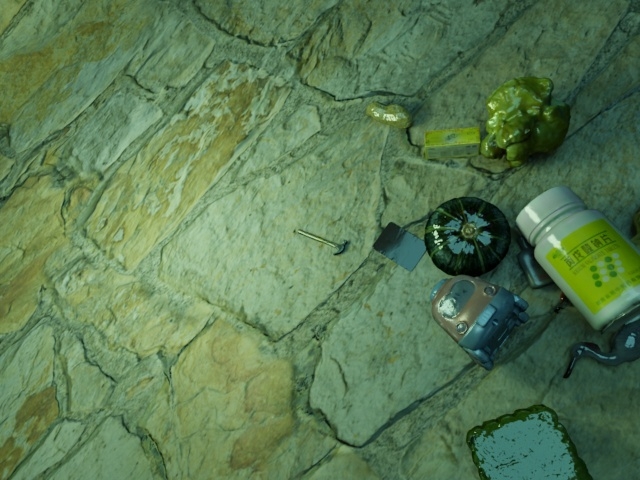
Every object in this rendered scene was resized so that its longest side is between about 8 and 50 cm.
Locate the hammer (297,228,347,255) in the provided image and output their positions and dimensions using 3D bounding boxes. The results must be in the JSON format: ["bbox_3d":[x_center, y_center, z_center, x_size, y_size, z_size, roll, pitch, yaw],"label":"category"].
[{"bbox_3d":[0.000,0.000,1.656,0.182,0.017,0.062,20,79,21],"label":"hammer"}]

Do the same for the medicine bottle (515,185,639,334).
[{"bbox_3d":[0.723,0.045,1.311,0.214,0.213,0.378,-31,57,4],"label":"medicine bottle"}]

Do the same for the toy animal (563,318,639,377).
[{"bbox_3d":[0.831,0.286,1.301,0.324,0.090,0.195,2,73,13],"label":"toy animal"}]

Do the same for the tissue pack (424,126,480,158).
[{"bbox_3d":[0.435,-0.322,1.598,0.176,0.095,0.062,-1,74,15],"label":"tissue pack"}]

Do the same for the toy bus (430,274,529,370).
[{"bbox_3d":[0.419,0.206,1.337,0.232,0.294,0.197,36,88,32],"label":"toy bus"}]

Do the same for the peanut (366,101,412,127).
[{"bbox_3d":[0.244,-0.447,1.699,0.175,0.080,0.080,22,79,19],"label":"peanut"}]

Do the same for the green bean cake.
[{"bbox_3d":[0.533,0.576,1.253,0.250,0.156,0.246,-24,67,6],"label":"green bean cake"}]

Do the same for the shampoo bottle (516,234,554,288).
[{"bbox_3d":[0.640,0.061,1.451,0.080,0.040,0.165,-19,70,4],"label":"shampoo bottle"}]

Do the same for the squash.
[{"bbox_3d":[0.441,-0.011,1.462,0.252,0.165,0.252,-3,74,11],"label":"squash"}]

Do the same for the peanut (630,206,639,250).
[{"bbox_3d":[0.940,-0.012,1.351,0.147,0.147,0.305,25,85,21],"label":"peanut"}]

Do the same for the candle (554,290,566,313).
[{"bbox_3d":[0.722,0.136,1.416,0.026,0.021,0.167,18,78,20],"label":"candle"}]

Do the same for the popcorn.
[{"bbox_3d":[0.626,-0.357,1.492,0.277,0.225,0.276,-1,83,9],"label":"popcorn"}]

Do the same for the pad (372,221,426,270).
[{"bbox_3d":[0.262,0.019,1.586,0.157,0.003,0.112,34,84,22],"label":"pad"}]
